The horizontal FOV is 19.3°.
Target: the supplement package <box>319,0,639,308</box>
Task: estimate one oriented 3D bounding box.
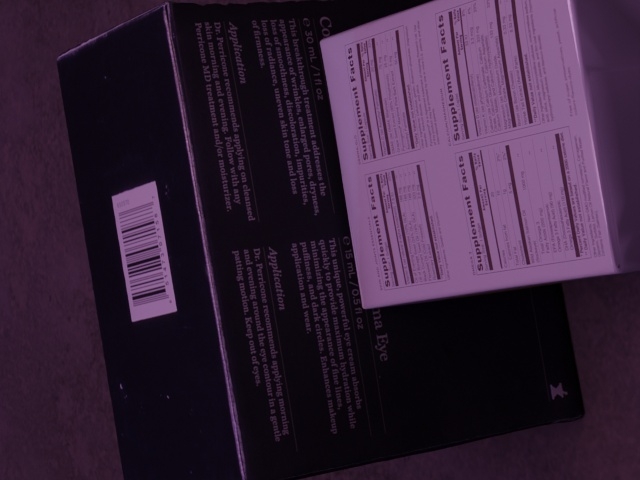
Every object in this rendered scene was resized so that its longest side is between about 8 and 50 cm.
[{"bbox_3d":[0.165,-0.071,1.267,0.262,0.199,0.198,-11,87,55],"label":"supplement package"}]

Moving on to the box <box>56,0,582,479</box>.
[{"bbox_3d":[0.000,0.000,1.419,0.179,0.312,0.343,-15,83,55],"label":"box"}]
